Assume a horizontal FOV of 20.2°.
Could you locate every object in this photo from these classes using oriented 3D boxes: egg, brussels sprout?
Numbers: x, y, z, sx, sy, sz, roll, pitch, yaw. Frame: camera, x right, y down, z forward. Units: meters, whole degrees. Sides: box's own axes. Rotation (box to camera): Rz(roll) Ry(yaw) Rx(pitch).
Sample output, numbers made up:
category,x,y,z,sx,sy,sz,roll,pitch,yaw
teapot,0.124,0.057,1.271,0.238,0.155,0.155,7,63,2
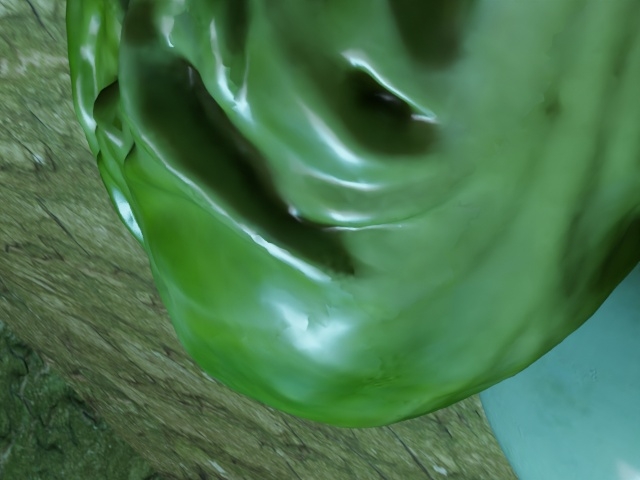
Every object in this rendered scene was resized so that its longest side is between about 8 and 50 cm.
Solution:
category,x,y,z,sx,sy,sz,roll,pitch,yaw
egg,0.281,0.116,1.215,0.389,0.276,0.276,30,160,17
brussels sprout,0.046,-0.095,0.913,0.342,0.425,0.361,-4,122,-2
